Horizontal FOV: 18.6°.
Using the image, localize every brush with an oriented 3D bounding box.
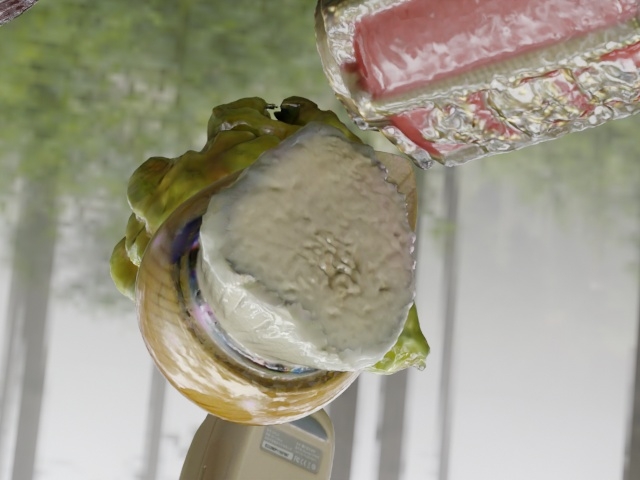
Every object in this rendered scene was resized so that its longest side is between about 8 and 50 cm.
[{"bbox_3d":[0.000,0.000,1.363,0.174,0.266,0.166,45,141,-1],"label":"brush"}]

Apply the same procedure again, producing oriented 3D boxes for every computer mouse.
[{"bbox_3d":[-0.065,0.240,1.772,0.145,0.236,0.082,27,159,-39],"label":"computer mouse"}]

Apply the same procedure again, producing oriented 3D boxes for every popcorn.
[{"bbox_3d":[-0.060,0.035,1.966,0.290,0.325,0.321,2,-148,-13],"label":"popcorn"}]

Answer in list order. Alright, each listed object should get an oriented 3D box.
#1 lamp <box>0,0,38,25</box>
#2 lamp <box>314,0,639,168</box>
[{"bbox_3d":[-0.294,-0.276,1.503,0.247,0.247,0.247,5,169,1],"label":"lamp"},{"bbox_3d":[0.126,-0.143,1.126,0.274,0.177,0.177,-15,159,36],"label":"lamp"}]
